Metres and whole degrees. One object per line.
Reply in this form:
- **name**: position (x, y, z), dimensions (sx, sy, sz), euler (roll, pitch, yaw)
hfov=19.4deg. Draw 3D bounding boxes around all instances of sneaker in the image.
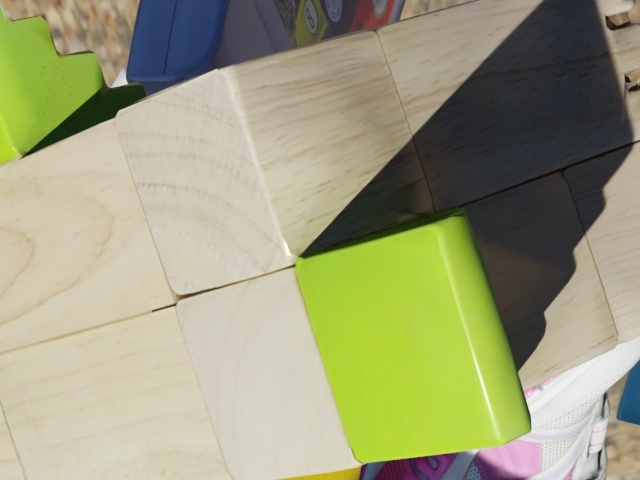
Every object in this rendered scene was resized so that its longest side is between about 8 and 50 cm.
- **sneaker**: position (0.111, 0.097, 1.015), dimensions (0.111, 0.252, 0.103), euler (21, 45, -20)

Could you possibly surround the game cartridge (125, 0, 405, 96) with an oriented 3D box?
- **game cartridge**: position (-0.017, -0.143, 0.992), dimensions (0.060, 0.196, 0.294), euler (-2, 50, 24)

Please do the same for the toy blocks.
- **toy blocks**: position (0.000, 0.000, 0.608), dimensions (0.261, 0.381, 0.190), euler (-19, 92, -40)

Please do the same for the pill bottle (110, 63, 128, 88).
- **pill bottle**: position (-0.153, 0.055, 1.291), dimensions (0.188, 0.188, 0.334), euler (33, 102, 4)

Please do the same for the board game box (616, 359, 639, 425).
- **board game box**: position (0.410, 0.072, 1.447), dimensions (0.336, 0.253, 0.079), euler (13, 126, 6)
